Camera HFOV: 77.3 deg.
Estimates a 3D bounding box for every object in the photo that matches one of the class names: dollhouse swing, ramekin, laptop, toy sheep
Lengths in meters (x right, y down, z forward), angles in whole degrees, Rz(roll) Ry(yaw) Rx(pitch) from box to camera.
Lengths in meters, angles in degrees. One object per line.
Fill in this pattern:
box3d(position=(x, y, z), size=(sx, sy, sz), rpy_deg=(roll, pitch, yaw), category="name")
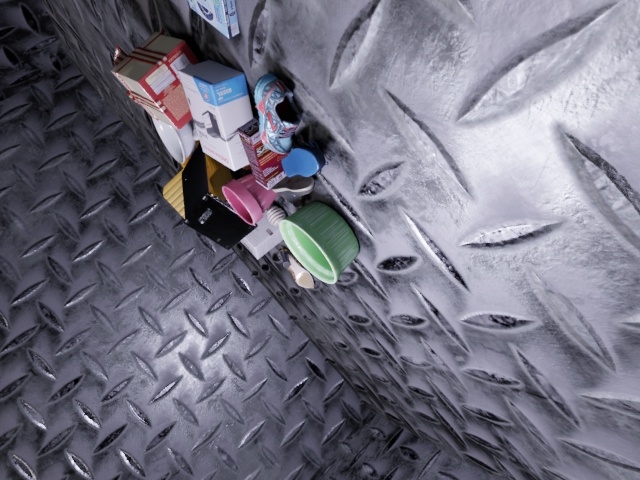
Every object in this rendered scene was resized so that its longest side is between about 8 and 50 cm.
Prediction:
box3d(position=(-0.689, -0.333, 2.112), size=(0.347, 0.305, 0.315), rpy_deg=(43, 160, 19), category="dollhouse swing")
box3d(position=(0.000, 0.000, 1.487), size=(0.303, 0.148, 0.303), rpy_deg=(41, 159, 20), category="ramekin")
box3d(position=(-0.497, -0.201, 1.911), size=(0.408, 0.236, 0.382), rpy_deg=(35, 147, -18), category="laptop")
box3d(position=(-0.201, -0.112, 1.812), size=(0.132, 0.091, 0.091), rpy_deg=(50, 161, 13), category="toy sheep")

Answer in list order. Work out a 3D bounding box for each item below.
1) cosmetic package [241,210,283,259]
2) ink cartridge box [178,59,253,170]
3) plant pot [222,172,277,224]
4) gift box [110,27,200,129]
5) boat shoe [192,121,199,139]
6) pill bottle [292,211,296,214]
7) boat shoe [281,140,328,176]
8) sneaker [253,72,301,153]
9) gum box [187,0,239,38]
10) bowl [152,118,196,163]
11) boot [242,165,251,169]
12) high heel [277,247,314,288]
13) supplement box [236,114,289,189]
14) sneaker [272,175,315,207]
box3d(position=(-0.298, -0.035, 2.006), size=(0.151, 0.184, 0.151), rpy_deg=(44, 161, 15), category="cosmetic package")
box3d(position=(-0.340, -0.427, 1.376), size=(0.223, 0.129, 0.307), rpy_deg=(33, 145, 35), category="ink cartridge box")
box3d(position=(-0.276, -0.195, 1.666), size=(0.201, 0.180, 0.201), rpy_deg=(41, 159, 20), category="plant pot")
box3d(position=(-0.564, -0.597, 1.439), size=(0.258, 0.255, 0.276), rpy_deg=(31, 159, 38), category="gift box")
box3d(position=(-0.526, -0.506, 1.794), size=(0.228, 0.079, 0.081), rpy_deg=(9, 129, 53), category="boat shoe")
box3d(position=(-0.094, -0.069, 1.681), size=(0.067, 0.067, 0.120), rpy_deg=(42, 159, 20), category="pill bottle")
box3d(position=(-0.043, -0.252, 1.212), size=(0.258, 0.089, 0.108), rpy_deg=(21, 134, 62), category="boat shoe")
box3d(position=(-0.115, -0.342, 1.166), size=(0.125, 0.104, 0.261), rpy_deg=(36, 157, 27), category="sneaker")
box3d(position=(-0.297, -0.657, 1.058), size=(0.184, 0.041, 0.157), rpy_deg=(42, 160, 16), category="gum box")
box3d(position=(-0.687, -0.538, 1.947), size=(0.298, 0.134, 0.297), rpy_deg=(41, 151, 29), category="bowl")
box3d(position=(-0.258, -0.306, 1.582), size=(0.152, 0.073, 0.197), rpy_deg=(43, 160, 15), category="boot")
box3d(position=(-0.129, 0.147, 2.194), size=(0.261, 0.093, 0.186), rpy_deg=(46, -173, -31), category="high heel")
box3d(position=(-0.177, -0.299, 1.336), size=(0.073, 0.130, 0.239), rpy_deg=(37, 158, 30), category="supplement box")
box3d(position=(-0.068, -0.179, 1.438), size=(0.118, 0.083, 0.222), rpy_deg=(39, 162, -34), category="sneaker")
